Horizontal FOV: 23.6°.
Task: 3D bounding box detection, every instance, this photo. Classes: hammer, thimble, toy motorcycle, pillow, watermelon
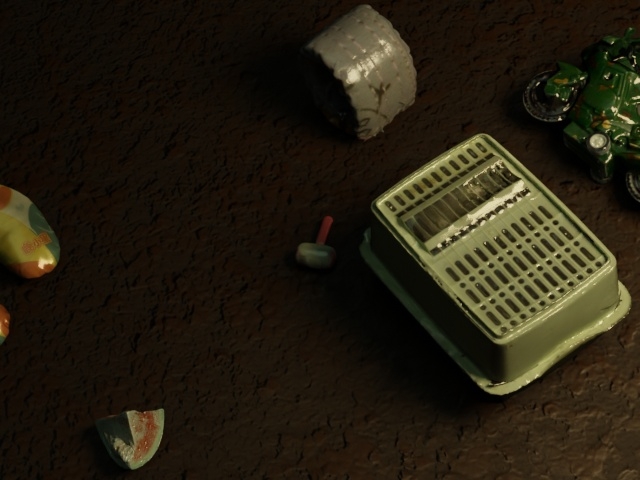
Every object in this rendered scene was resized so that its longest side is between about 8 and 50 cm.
[{"bbox_3d":[0.000,0.000,1.933,0.052,0.031,0.083,10,51,9],"label":"hammer"},{"bbox_3d":[0.052,-0.221,2.004,0.118,0.151,0.127,-38,47,-18],"label":"thimble"},{"bbox_3d":[0.403,-0.159,1.945,0.187,0.125,0.275,-40,62,-9],"label":"toy motorcycle"},{"bbox_3d":[-0.450,0.026,1.942,0.214,0.086,0.233,27,59,11],"label":"pillow"},{"bbox_3d":[-0.222,0.224,1.781,0.085,0.061,0.085,-5,45,5],"label":"watermelon"}]

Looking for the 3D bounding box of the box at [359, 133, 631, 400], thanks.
[{"bbox_3d":[0.201,0.032,1.801,0.220,0.166,0.290,-32,58,-15],"label":"box"}]
